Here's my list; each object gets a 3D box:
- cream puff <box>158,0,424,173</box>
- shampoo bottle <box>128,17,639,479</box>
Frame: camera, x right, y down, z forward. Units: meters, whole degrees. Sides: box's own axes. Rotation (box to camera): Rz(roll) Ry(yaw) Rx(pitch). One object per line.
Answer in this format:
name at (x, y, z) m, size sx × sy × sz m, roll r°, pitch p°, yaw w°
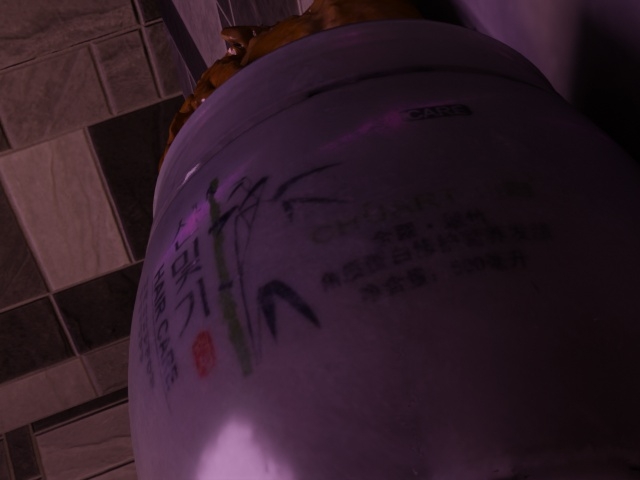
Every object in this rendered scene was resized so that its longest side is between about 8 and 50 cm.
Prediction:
cream puff at (0.000, 0.000, 0.847) m, size 0.343 × 0.231 × 0.327 m, roll 80°, pitch 170°, yaw -48°
shampoo bottle at (0.046, 0.056, 0.557) m, size 0.273 × 0.273 × 0.266 m, roll 80°, pitch 174°, yaw -48°
